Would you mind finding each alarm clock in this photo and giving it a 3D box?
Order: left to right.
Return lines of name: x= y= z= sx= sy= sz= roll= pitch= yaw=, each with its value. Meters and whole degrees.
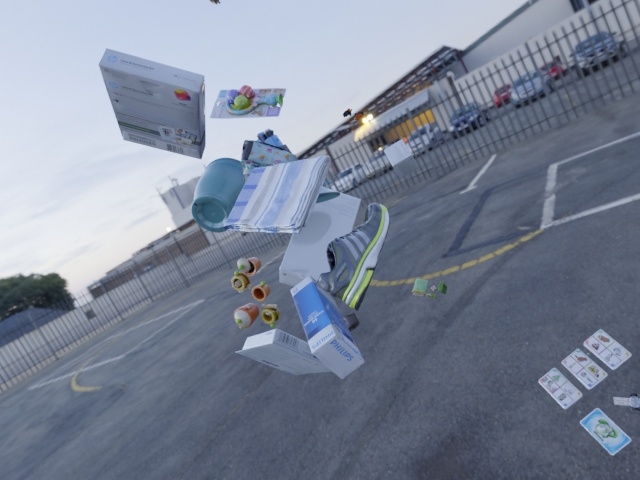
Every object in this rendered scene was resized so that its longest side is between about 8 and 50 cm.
alarm clock: x=0.101 y=0.342 z=1.640 sx=0.129 sy=0.064 sz=0.192 roll=-37 pitch=-15 yaw=23

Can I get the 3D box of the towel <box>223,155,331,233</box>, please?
towel: x=-0.112 y=-0.112 z=1.004 sx=0.284 sy=0.034 sz=0.209 roll=2 pitch=62 yaw=43

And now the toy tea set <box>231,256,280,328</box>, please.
toy tea set: x=-0.312 y=0.238 z=1.770 sx=0.199 sy=0.336 sz=0.124 roll=-11 pitch=12 yaw=28

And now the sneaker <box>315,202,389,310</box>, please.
sneaker: x=0.082 y=0.013 z=0.973 sx=0.111 sy=0.121 sz=0.300 roll=107 pitch=-175 yaw=-51

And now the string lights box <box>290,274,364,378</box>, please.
string lights box: x=0.012 y=0.217 z=1.073 sx=0.076 sy=0.133 sz=0.260 roll=-38 pitch=31 yaw=6

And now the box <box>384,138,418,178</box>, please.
box: x=0.326 y=-0.327 z=1.651 sx=0.087 sy=0.101 sz=0.102 roll=-29 pitch=-37 yaw=14

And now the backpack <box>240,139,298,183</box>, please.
backpack: x=-0.170 y=-0.243 z=1.373 sx=0.188 sy=0.145 sz=0.166 roll=7 pitch=-11 yaw=-8

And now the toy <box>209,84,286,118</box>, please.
toy: x=-0.239 y=-0.462 z=1.328 sx=0.237 sy=0.137 sz=0.056 roll=4 pitch=-31 yaw=9

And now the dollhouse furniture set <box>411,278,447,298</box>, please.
dollhouse furniture set: x=0.455 y=0.200 z=1.741 sx=0.151 sy=0.058 sz=0.076 roll=5 pitch=72 yaw=38

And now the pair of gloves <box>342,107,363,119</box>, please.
pair of gloves: x=0.136 y=-0.525 z=1.709 sx=0.083 sy=0.010 sz=0.074 roll=8 pitch=-10 yaw=-15

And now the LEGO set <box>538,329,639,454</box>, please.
LEGO set: x=0.617 y=0.333 z=0.843 sx=0.182 sy=0.060 sz=0.244 roll=-45 pitch=41 yaw=8

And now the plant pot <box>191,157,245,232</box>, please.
plant pot: x=-0.422 y=-0.177 z=1.755 sx=0.271 sy=0.272 sz=0.255 roll=-24 pitch=28 yaw=26

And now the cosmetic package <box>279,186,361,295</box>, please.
cosmetic package: x=0.000 y=0.000 z=1.566 sx=0.156 sy=0.217 sz=0.385 roll=106 pitch=-176 yaw=-67

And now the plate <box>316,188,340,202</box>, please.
plate: x=-0.025 y=-0.151 z=1.416 sx=0.188 sy=0.024 sz=0.188 roll=-12 pitch=-4 yaw=-1

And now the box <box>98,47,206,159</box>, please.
box: x=-0.268 y=-0.216 z=0.682 sx=0.145 sy=0.038 sz=0.186 roll=12 pitch=-23 yaw=-9

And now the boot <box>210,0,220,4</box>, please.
boot: x=-0.299 y=-0.874 z=1.357 sx=0.203 sy=0.095 sz=0.262 roll=-50 pitch=-7 yaw=14

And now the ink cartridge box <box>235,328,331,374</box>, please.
ink cartridge box: x=-0.141 y=0.475 z=1.710 sx=0.330 sy=0.324 sz=0.072 roll=-26 pitch=42 yaw=49

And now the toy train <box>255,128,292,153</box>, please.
toy train: x=-0.209 y=-0.413 z=1.821 sx=0.105 sy=0.184 sz=0.080 roll=-31 pitch=5 yaw=40
